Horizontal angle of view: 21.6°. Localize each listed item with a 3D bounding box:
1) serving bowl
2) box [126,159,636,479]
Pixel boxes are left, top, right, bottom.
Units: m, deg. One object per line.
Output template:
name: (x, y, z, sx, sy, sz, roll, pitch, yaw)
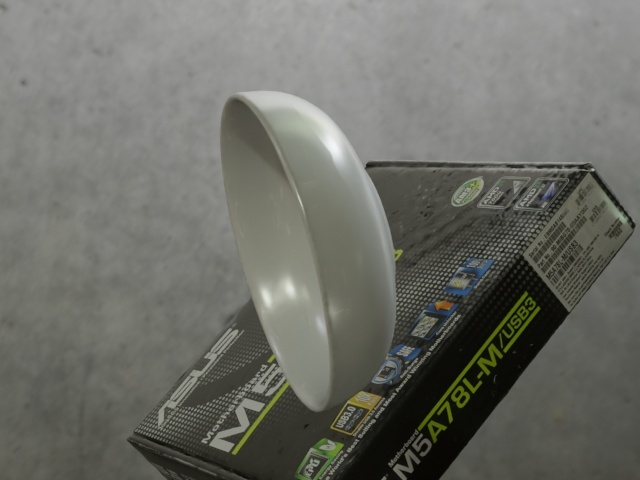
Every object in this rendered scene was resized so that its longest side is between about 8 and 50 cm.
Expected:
serving bowl: (0.000, 0.000, 0.427, 0.027, 0.083, 0.083, -16, 70, -14)
box: (0.021, 0.043, 0.744, 0.191, 0.184, 0.045, -49, 116, -17)
